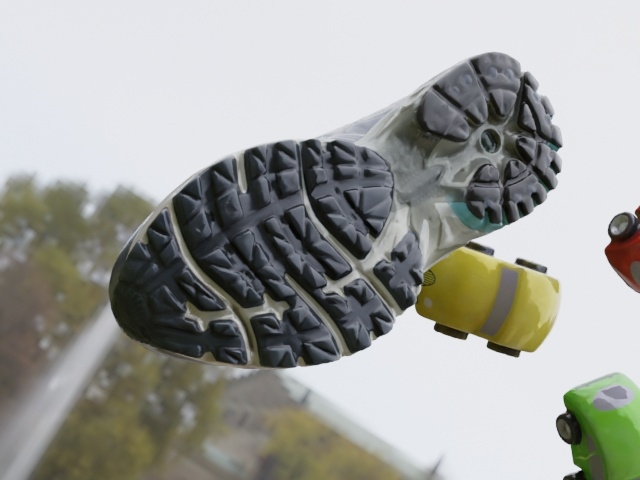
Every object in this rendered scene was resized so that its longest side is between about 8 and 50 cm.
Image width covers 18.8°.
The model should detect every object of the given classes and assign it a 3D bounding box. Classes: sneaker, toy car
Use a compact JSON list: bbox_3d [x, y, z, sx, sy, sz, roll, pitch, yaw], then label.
[{"bbox_3d":[0.000,0.000,0.979,0.122,0.283,0.110,-24,-90,50],"label":"sneaker"},{"bbox_3d":[0.184,0.078,1.228,0.053,0.239,0.225,23,-52,60],"label":"toy car"}]
